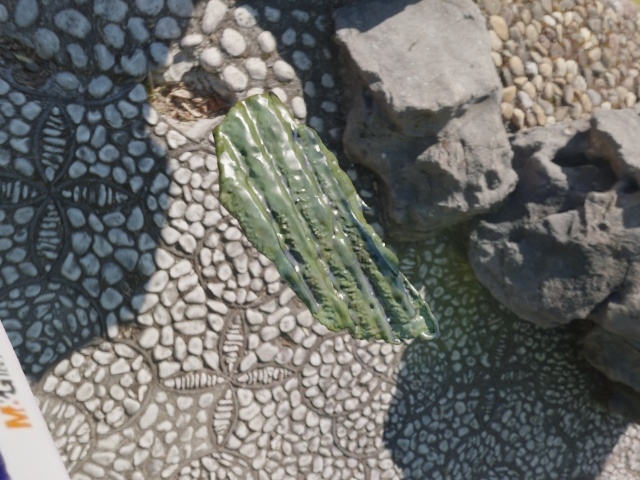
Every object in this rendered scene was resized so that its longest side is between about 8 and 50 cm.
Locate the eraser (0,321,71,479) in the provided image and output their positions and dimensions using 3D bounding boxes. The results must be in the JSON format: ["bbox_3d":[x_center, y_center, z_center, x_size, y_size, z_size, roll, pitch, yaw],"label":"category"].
[{"bbox_3d":[-0.286,0.166,0.414,0.130,0.287,0.086,11,115,-52],"label":"eraser"}]

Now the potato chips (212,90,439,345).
[{"bbox_3d":[0.000,0.000,0.353,0.092,0.028,0.207,-37,99,-30],"label":"potato chips"}]
